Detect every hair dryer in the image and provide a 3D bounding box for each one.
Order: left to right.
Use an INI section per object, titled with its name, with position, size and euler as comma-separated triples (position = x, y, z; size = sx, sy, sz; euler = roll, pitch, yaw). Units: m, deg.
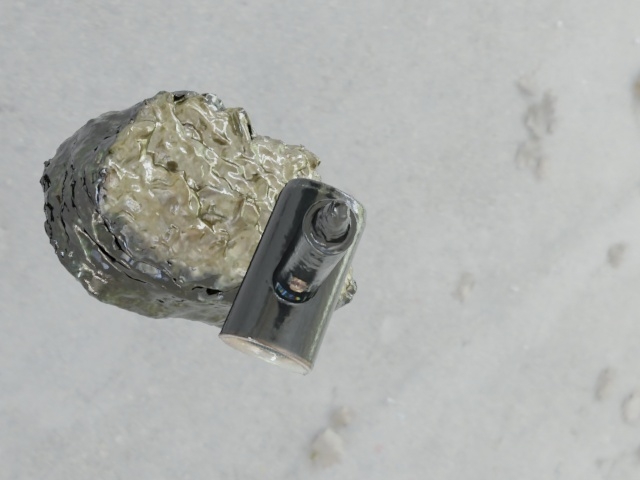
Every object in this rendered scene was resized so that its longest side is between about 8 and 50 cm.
[hair dryer]
position = 0.000, 0.000, 0.782
size = 0.070, 0.255, 0.128
euler = 23, 72, -4

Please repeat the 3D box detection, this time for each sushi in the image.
[sushi]
position = -0.111, -0.021, 1.267
size = 0.350, 0.171, 0.210
euler = 28, 49, -37
